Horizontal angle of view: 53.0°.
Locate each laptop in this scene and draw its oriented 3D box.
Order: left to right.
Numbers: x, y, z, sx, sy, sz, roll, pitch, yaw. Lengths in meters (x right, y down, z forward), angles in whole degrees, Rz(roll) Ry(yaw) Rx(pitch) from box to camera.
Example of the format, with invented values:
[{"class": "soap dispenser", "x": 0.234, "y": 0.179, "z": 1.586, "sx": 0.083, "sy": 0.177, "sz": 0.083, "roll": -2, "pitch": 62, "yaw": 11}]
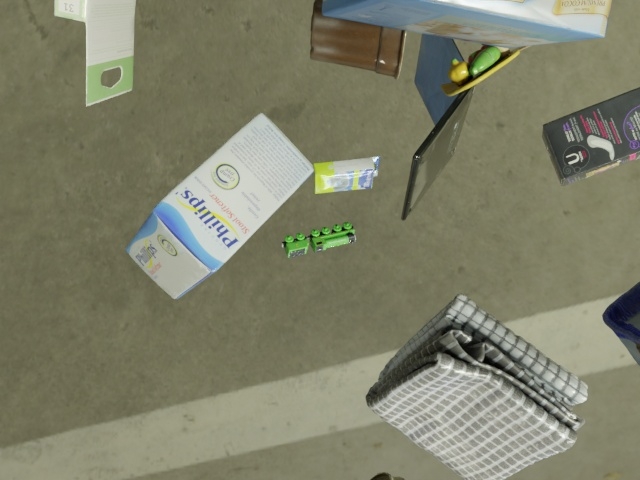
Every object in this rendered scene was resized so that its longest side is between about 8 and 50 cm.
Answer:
[{"class": "laptop", "x": 0.253, "y": -0.332, "z": 1.696, "sx": 0.408, "sy": 0.236, "sz": 0.382, "roll": -53, "pitch": 165, "yaw": -15}]

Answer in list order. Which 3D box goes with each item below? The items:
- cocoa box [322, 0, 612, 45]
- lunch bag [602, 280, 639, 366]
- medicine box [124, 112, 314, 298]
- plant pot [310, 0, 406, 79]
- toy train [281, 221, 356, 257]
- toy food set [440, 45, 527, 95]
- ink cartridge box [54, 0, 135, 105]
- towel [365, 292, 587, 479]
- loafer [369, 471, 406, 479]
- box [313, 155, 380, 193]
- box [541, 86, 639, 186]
[{"class": "cocoa box", "x": 0.206, "y": -0.410, "z": 0.892, "sx": 0.347, "sy": 0.231, "sz": 0.228, "roll": 2, "pitch": 101, "yaw": -22}, {"class": "lunch bag", "x": 0.426, "y": 0.054, "z": 0.324, "sx": 0.385, "sy": 0.239, "sz": 0.328, "roll": -39, "pitch": 99, "yaw": 1}, {"class": "medicine box", "x": -0.195, "y": -0.057, "z": 1.203, "sx": 0.149, "sy": 0.289, "sz": 0.263, "roll": 46, "pitch": 151, "yaw": -8}, {"class": "plant pot", "x": 0.067, "y": -0.383, "z": 1.160, "sx": 0.165, "sy": 0.167, "sz": 0.167, "roll": 6, "pitch": 125, "yaw": 2}, {"class": "toy train", "x": 0.000, "y": 0.000, "z": 0.669, "sx": 0.083, "sy": 0.023, "sz": 0.017, "roll": -13, "pitch": 144, "yaw": -20}, {"class": "toy food set", "x": 0.338, "y": -0.385, "z": 1.339, "sx": 0.218, "sy": 0.128, "sz": 0.071, "roll": -35, "pitch": 102, "yaw": -14}, {"class": "ink cartridge box", "x": -0.329, "y": -0.333, "z": 0.953, "sx": 0.056, "sy": 0.171, "sz": 0.235, "roll": 14, "pitch": 113, "yaw": 3}, {"class": "towel", "x": 0.217, "y": 0.240, "z": 0.950, "sx": 0.235, "sy": 0.121, "sz": 0.283, "roll": 37, "pitch": 143, "yaw": 4}, {"class": "loafer", "x": 0.012, "y": 0.398, "z": 0.850, "sx": 0.268, "sy": 0.102, "sz": 0.092, "roll": -38, "pitch": 97, "yaw": -23}, {"class": "box", "x": 0.071, "y": -0.174, "z": 1.711, "sx": 0.178, "sy": 0.042, "sz": 0.109, "roll": -6, "pitch": 156, "yaw": -3}, {"class": "box", "x": 0.755, "y": -0.275, "z": 1.724, "sx": 0.270, "sy": 0.165, "sz": 0.143, "roll": -20, "pitch": 171, "yaw": 15}]
